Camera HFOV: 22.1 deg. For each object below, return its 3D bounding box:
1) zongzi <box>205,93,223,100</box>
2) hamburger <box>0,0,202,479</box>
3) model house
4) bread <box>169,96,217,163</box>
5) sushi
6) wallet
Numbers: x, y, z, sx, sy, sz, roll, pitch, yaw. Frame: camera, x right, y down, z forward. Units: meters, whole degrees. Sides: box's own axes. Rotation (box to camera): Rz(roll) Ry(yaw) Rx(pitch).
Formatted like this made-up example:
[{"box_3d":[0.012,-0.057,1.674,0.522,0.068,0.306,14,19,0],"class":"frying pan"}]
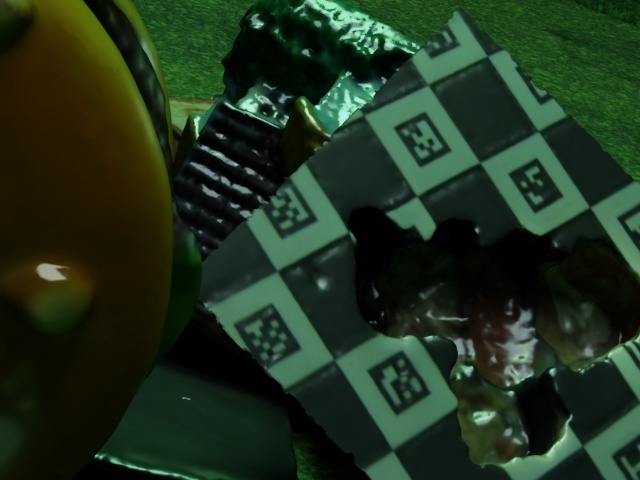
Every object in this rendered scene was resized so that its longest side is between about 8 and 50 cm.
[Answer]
[{"box_3d":[-0.064,-0.110,1.713,0.109,0.055,0.119,-4,38,-37],"class":"zongzi"},{"box_3d":[-0.258,-0.012,0.861,0.395,0.396,0.277,12,20,-9],"class":"hamburger"},{"box_3d":[0.000,0.000,1.189,0.280,0.230,0.249,28,42,7],"class":"model house"},{"box_3d":[-0.096,-0.061,1.445,0.244,0.123,0.190,7,19,-22],"class":"bread"},{"box_3d":[0.102,0.056,1.071,0.320,0.069,0.339,44,52,-3],"class":"sushi"},{"box_3d":[-0.091,0.105,1.137,0.146,0.030,0.285,9,19,-7],"class":"wallet"}]
